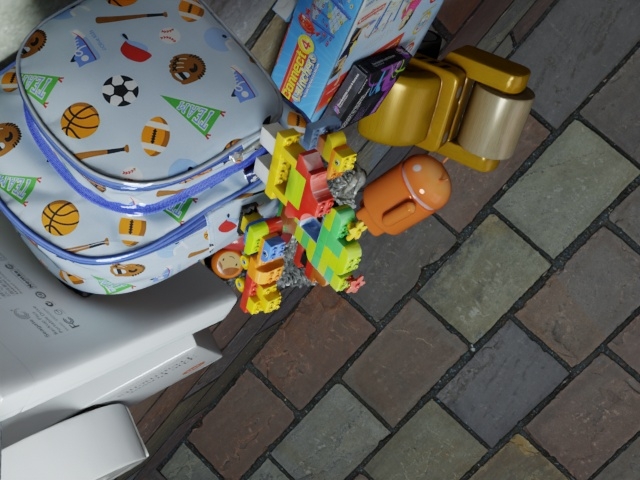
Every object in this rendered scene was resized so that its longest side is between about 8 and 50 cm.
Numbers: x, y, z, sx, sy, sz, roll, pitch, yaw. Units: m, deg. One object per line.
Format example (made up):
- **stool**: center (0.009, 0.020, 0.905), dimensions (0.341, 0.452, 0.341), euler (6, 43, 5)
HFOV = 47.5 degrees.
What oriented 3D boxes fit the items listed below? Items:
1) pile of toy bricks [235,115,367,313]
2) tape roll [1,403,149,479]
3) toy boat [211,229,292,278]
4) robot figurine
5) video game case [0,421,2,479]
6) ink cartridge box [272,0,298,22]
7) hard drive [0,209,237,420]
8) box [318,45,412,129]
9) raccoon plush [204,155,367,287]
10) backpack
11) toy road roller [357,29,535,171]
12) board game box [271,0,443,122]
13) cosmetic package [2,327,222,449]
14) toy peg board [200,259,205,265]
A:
- **pile of toy bricks**: center (0.000, 0.000, 0.631), dimensions (0.118, 0.105, 0.212), euler (-22, 145, -33)
- **tape roll**: center (-0.422, 0.364, 1.144), dimensions (0.286, 0.100, 0.286), euler (-27, 168, -6)
- **toy boat**: center (-0.148, -0.004, 1.294), dimensions (0.231, 0.151, 0.151), euler (9, 104, -78)
- **robot figurine**: center (0.176, -0.096, 1.496), dimensions (0.219, 0.128, 0.158), euler (-33, 161, 33)
- **video game case**: center (-0.368, 0.146, 0.592), dimensions (0.204, 0.025, 0.285), euler (-14, -159, -19)
- **ink cartridge box**: center (-0.026, -0.318, 0.979), dimensions (0.048, 0.028, 0.083), euler (-51, 170, 22)
- **hard drive**: center (-0.259, 0.033, 0.716), dimensions (0.047, 0.233, 0.353), euler (-56, 166, 19)
- **box**: center (0.066, -0.221, 1.076), dimensions (0.162, 0.029, 0.116), euler (-35, 164, -51)
- **raccoon plush**: center (-0.087, -0.022, 1.457), dimensions (0.446, 0.216, 0.299), euler (-42, 161, -29)
- **backpack**: center (-0.165, -0.087, 0.656), dimensions (0.263, 0.276, 0.213), euler (-39, 164, -14)
- **toy road roller**: center (0.215, -0.257, 1.394), dimensions (0.240, 0.329, 0.202), euler (-38, 147, -49)
- **board game box**: center (0.080, -0.335, 1.031), dimensions (0.308, 0.086, 0.302), euler (-41, 169, -36)
- **cosmetic package**: center (-0.369, 0.241, 1.232), dimensions (0.377, 0.097, 0.284), euler (-28, 171, -5)
- **toy peg board**: center (-0.284, 0.037, 1.208), dimensions (0.161, 0.079, 0.160), euler (-42, 154, -26)
